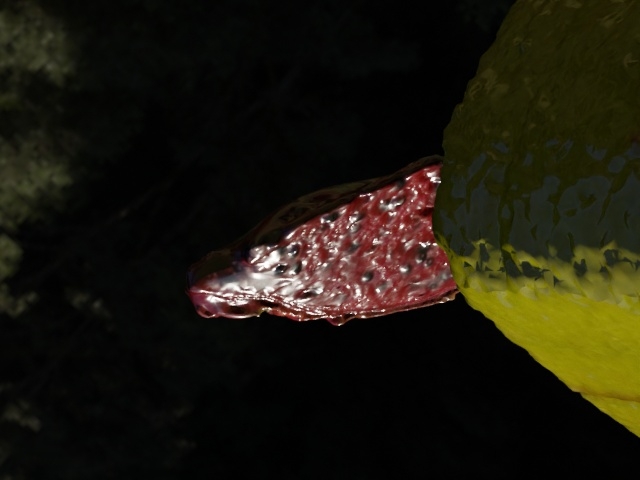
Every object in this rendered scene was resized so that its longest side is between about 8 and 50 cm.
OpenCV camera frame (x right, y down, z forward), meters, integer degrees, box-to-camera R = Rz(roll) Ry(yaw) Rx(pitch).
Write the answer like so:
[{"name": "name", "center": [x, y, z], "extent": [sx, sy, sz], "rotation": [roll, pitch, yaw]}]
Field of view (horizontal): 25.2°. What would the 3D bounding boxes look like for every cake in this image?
[{"name": "cake", "center": [0.183, -0.005, 0.556], "extent": [0.260, 0.179, 0.156], "rotation": [36, 162, -30]}]

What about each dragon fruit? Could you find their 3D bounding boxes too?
[{"name": "dragon fruit", "center": [-0.001, -0.003, 0.639], "extent": [0.097, 0.131, 0.063], "rotation": [77, 167, -50]}]
